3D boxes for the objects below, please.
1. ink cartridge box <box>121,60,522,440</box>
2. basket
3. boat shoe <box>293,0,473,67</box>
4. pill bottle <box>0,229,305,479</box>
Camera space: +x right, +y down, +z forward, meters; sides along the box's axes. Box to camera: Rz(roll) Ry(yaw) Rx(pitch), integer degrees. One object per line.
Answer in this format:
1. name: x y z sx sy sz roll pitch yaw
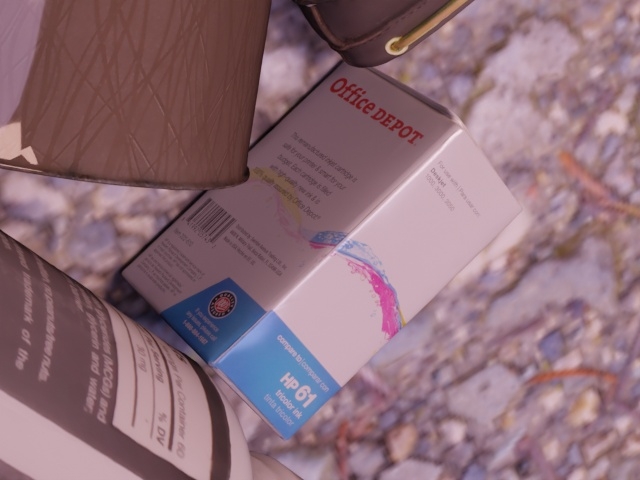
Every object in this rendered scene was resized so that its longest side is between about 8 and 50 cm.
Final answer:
1. ink cartridge box: 0.000 0.000 0.718 0.122 0.088 0.052 -45 124 -4
2. basket: -0.081 -0.146 0.579 0.204 0.154 0.226 6 105 -42
3. boat shoe: 0.081 -0.153 0.705 0.228 0.081 0.068 -38 127 0
4. pill bottle: -0.123 0.080 0.643 0.278 0.162 0.162 38 90 -34
